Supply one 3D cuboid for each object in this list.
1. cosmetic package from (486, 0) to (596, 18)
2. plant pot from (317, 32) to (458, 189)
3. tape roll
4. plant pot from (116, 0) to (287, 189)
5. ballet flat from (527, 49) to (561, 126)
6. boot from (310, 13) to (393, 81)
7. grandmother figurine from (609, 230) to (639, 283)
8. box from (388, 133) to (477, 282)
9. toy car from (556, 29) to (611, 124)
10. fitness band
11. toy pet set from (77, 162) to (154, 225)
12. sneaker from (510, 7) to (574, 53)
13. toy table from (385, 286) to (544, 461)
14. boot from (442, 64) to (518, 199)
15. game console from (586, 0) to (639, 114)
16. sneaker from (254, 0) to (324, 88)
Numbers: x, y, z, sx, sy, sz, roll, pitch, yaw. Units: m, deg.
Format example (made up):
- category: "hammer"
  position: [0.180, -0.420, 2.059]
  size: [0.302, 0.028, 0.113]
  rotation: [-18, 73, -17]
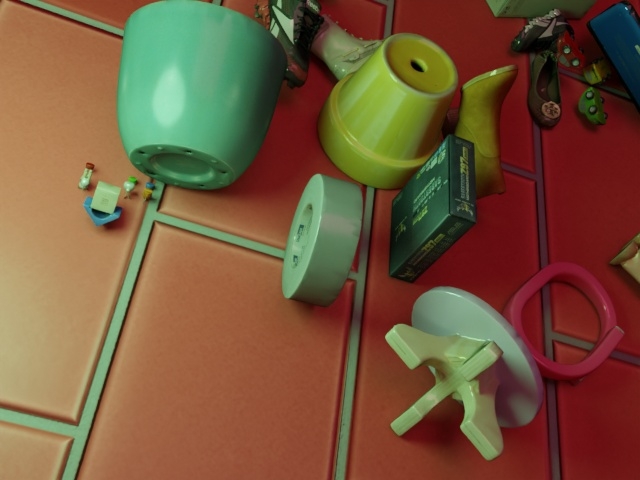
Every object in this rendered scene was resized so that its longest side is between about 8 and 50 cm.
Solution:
- category: "cosmetic package"
  position: [0.587, -0.692, 2.058]
  size: [0.309, 0.113, 0.160]
  rotation: [-5, 62, -26]
- category: "plant pot"
  position: [0.149, -0.270, 1.523]
  size: [0.254, 0.239, 0.254]
  rotation: [11, 55, -16]
- category: "tape roll"
  position: [0.000, 0.000, 1.298]
  size: [0.072, 0.219, 0.219]
  rotation: [14, 55, -13]
- category: "plant pot"
  position: [-0.217, -0.228, 1.323]
  size: [0.293, 0.293, 0.235]
  rotation: [13, 70, -15]
- category: "ballet flat"
  position: [0.559, -0.380, 1.879]
  size: [0.084, 0.058, 0.250]
  rotation: [19, 54, -10]
- category: "boot"
  position: [0.068, -0.441, 1.702]
  size: [0.165, 0.077, 0.213]
  rotation: [43, 54, 10]
- category: "grandmother figurine"
  position: [0.776, 0.133, 1.620]
  size: [0.208, 0.104, 0.342]
  rotation: [-38, 76, -27]
- category: "box"
  position: [0.202, -0.054, 1.410]
  size: [0.059, 0.233, 0.183]
  rotation: [16, 55, -16]
- category: "toy car"
  position: [0.664, -0.385, 1.912]
  size: [0.239, 0.053, 0.225]
  rotation: [14, 64, -41]
- category: "fitness band"
  position: [0.477, 0.158, 1.503]
  size: [0.291, 0.054, 0.209]
  rotation: [-33, 76, -36]
- category: "toy pet set"
  position: [-0.357, -0.070, 1.308]
  size: [0.122, 0.065, 0.114]
  rotation: [18, 19, -15]
- category: "sneaker"
  position: [0.582, -0.523, 1.968]
  size: [0.106, 0.078, 0.234]
  rotation: [46, 51, 13]
- category: "toy table"
  position: [0.228, 0.218, 1.262]
  size: [0.274, 0.252, 0.161]
  rotation: [40, 35, 18]
- category: "boot"
  position: [0.330, -0.197, 1.498]
  size: [0.104, 0.295, 0.211]
  rotation: [-14, 81, -17]
- category: "game console"
  position: [0.836, -0.486, 1.956]
  size: [0.173, 0.250, 0.293]
  rotation: [-34, 94, -9]
- category: "sneaker"
  position: [-0.055, -0.436, 1.586]
  size: [0.097, 0.135, 0.276]
  rotation: [36, 33, -47]
